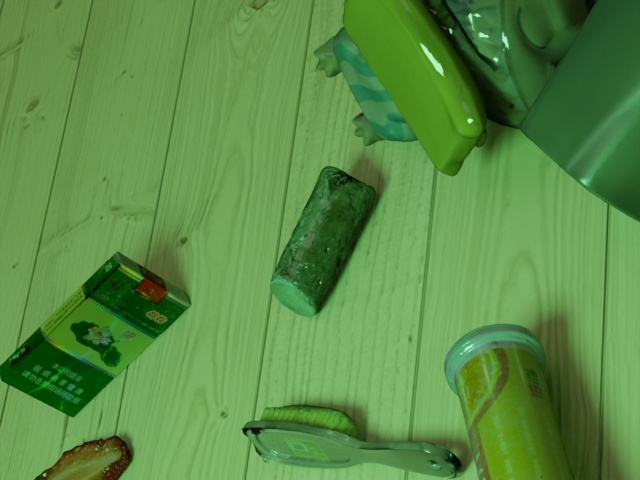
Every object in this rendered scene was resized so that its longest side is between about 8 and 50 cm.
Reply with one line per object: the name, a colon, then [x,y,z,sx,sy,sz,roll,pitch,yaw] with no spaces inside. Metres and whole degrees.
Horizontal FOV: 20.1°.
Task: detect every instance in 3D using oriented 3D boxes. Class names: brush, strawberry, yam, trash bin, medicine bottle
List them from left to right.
strawberry: [-0.305,0.308,2.318,0.152,0.048,0.104,-25,39,13]
yam: [0.000,0.000,2.196,0.078,0.078,0.179,15,74,49]
brush: [0.038,0.219,2.018,0.313,0.072,0.067,0,50,45]
medicine bottle: [0.207,0.260,1.735,0.108,0.108,0.426,-38,35,21]
trash bin: [0.353,-0.158,1.846,0.250,0.219,0.220,-54,37,12]

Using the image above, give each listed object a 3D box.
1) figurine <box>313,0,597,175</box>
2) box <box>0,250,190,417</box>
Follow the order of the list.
figurine: [0.225,-0.265,2.110,0.377,0.266,0.361,-28,7,-16]
box: [-0.297,0.126,2.366,0.235,0.132,0.034,-43,40,14]
